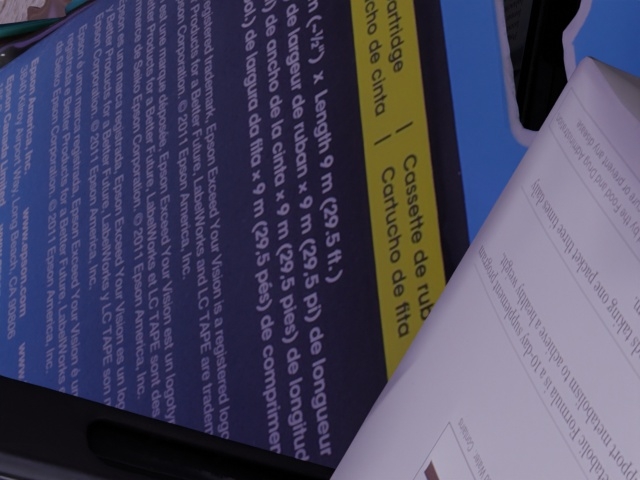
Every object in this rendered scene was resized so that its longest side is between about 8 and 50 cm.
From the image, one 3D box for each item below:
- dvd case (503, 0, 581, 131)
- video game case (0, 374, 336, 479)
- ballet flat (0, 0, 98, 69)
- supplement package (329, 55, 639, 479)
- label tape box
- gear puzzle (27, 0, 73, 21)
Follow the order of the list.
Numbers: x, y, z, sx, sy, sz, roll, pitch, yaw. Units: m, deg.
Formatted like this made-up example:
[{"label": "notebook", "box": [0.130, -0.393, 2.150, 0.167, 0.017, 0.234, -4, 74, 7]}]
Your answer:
[{"label": "dvd case", "box": [0.059, -0.102, 0.748, 0.180, 0.022, 0.253, -23, 51, 59]}, {"label": "video game case", "box": [-0.074, 0.160, 0.534, 0.275, 0.248, 0.035, -54, 29, 32]}, {"label": "ballet flat", "box": [-0.114, -0.076, 0.813, 0.280, 0.095, 0.096, -13, 94, 34]}, {"label": "supplement package", "box": [0.072, 0.109, 0.391, 0.244, 0.139, 0.134, -60, 26, 22]}, {"label": "label tape box", "box": [0.000, 0.000, 0.616, 0.348, 0.115, 0.249, -27, 53, 33]}, {"label": "gear puzzle", "box": [-0.072, -0.016, 0.859, 0.175, 0.044, 0.338, -7, 82, 35]}]
